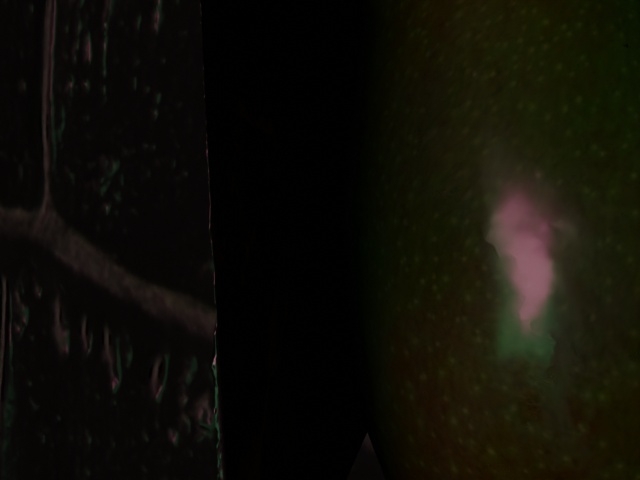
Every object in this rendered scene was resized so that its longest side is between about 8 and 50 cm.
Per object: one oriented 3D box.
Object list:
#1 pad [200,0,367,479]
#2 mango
[{"bbox_3d":[0.000,0.000,0.518,0.007,0.367,0.247,-2,96,10],"label":"pad"},{"bbox_3d":[0.104,-0.023,0.506,0.201,0.225,0.382,-1,96,8],"label":"mango"}]
